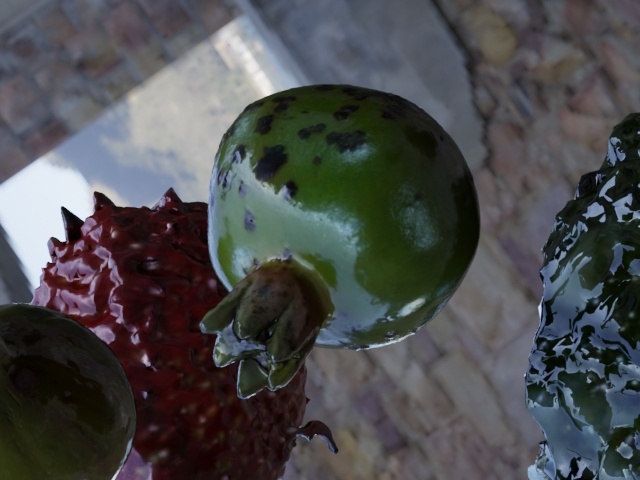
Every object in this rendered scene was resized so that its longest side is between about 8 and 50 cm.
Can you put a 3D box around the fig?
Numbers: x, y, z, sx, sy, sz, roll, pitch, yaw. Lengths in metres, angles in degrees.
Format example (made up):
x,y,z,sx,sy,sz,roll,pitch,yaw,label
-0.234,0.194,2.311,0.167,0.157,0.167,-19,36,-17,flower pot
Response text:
x,y,z,sx,sy,sz,roll,pitch,yaw,label
-0.182,0.092,0.915,0.148,0.142,0.186,57,152,20,fig

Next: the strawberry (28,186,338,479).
x,y,z,sx,sy,sz,roll,pitch,yaw,label
-0.116,0.126,1.413,0.343,0.292,0.292,54,178,39,strawberry

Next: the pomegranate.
x,y,z,sx,sy,sz,roll,pitch,yaw,label
0.000,0.000,0.848,0.159,0.159,0.205,56,-137,-22,pomegranate

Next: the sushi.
x,y,z,sx,sy,sz,roll,pitch,yaw,label
0.273,0.068,0.982,0.294,0.352,0.178,5,178,-43,sushi

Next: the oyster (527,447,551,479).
x,y,z,sx,sy,sz,roll,pitch,yaw,label
0.234,0.228,1.338,0.177,0.064,0.125,58,-169,-22,oyster
